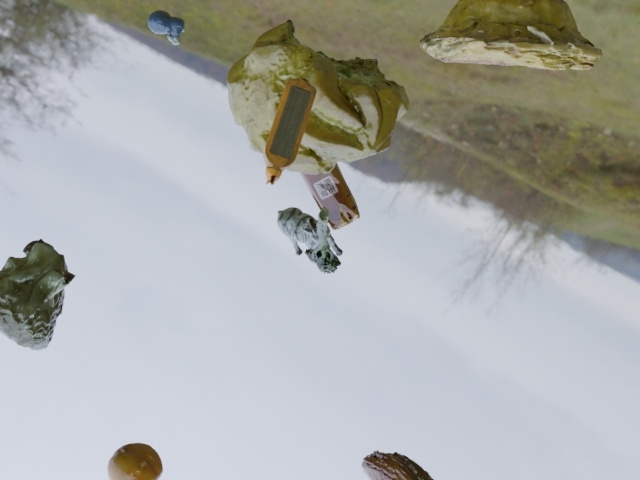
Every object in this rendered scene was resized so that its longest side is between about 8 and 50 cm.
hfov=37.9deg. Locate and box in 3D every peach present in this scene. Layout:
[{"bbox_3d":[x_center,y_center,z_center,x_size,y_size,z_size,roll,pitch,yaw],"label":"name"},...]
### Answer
[{"bbox_3d":[-0.473,0.580,2.353,0.138,0.138,0.138,29,-172,-4],"label":"peach"}]

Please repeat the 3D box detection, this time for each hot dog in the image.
[{"bbox_3d":[0.179,0.512,1.900,0.227,0.099,0.160,43,-177,26],"label":"hot dog"}]

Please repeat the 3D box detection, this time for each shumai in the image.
[{"bbox_3d":[-0.667,0.122,2.192,0.189,0.218,0.256,38,179,13],"label":"shumai"}]

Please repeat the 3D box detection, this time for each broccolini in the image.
[{"bbox_3d":[0.000,0.008,1.718,0.071,0.057,0.254,-3,162,2],"label":"broccolini"}]

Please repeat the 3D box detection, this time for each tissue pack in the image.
[{"bbox_3d":[0.001,-0.155,2.171,0.226,0.092,0.183,64,-179,-24],"label":"tissue pack"}]

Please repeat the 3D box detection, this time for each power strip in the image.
[{"bbox_3d":[-0.051,-0.163,1.403,0.049,0.178,0.028,20,162,-10],"label":"power strip"}]

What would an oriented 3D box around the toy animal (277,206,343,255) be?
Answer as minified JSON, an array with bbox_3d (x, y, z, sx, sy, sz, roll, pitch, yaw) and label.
[{"bbox_3d":[-0.012,-0.007,2.256,0.170,0.090,0.255,47,164,-25],"label":"toy animal"}]

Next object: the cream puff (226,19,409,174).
[{"bbox_3d":[-0.017,-0.234,1.767,0.323,0.274,0.269,16,-142,-23],"label":"cream puff"}]

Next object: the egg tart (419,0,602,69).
[{"bbox_3d":[0.298,-0.329,1.456,0.295,0.116,0.295,1,-168,0],"label":"egg tart"}]

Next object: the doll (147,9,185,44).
[{"bbox_3d":[-0.341,-0.481,2.068,0.083,0.050,0.076,18,-138,-6],"label":"doll"}]
